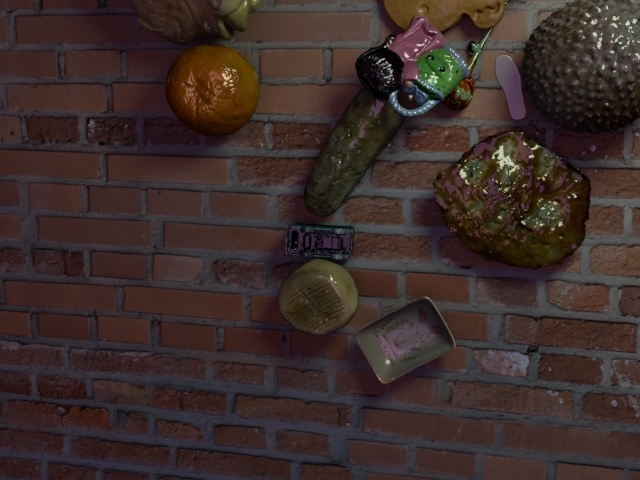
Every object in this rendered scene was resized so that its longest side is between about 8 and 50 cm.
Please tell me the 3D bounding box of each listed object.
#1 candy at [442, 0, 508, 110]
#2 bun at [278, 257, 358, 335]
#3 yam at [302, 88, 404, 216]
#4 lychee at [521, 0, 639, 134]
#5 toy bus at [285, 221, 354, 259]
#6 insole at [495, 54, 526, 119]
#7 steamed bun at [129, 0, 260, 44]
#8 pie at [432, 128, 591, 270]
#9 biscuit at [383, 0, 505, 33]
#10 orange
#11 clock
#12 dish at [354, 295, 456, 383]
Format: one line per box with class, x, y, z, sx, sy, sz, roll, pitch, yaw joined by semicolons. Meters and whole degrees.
candy;0.353;-0.424;1.696;0.078;0.084;0.288;30;97;11
bun;-0.003;0.137;1.839;0.193;0.128;0.178;-36;91;27
yam;0.067;-0.197;1.767;0.133;0.133;0.330;34;109;5
lychee;0.562;-0.359;1.554;0.300;0.300;0.300;2;100;12
toy bus;0.000;0.000;1.829;0.160;0.092;0.079;3;98;6
insole;0.433;-0.348;1.720;0.053;0.002;0.153;-13;96;14
steamed bun;-0.295;-0.613;1.705;0.372;0.230;0.325;15;139;35
pie;0.434;-0.087;1.714;0.354;0.103;0.288;33;104;1
biscuit;0.300;-0.586;1.655;0.355;0.052;0.275;-15;95;24
orange;-0.250;-0.351;1.773;0.219;0.193;0.219;16;123;27
clock;0.193;-0.365;1.631;0.195;0.100;0.194;-36;77;-8
dish;0.206;0.233;1.832;0.212;0.077;0.151;-30;91;15
